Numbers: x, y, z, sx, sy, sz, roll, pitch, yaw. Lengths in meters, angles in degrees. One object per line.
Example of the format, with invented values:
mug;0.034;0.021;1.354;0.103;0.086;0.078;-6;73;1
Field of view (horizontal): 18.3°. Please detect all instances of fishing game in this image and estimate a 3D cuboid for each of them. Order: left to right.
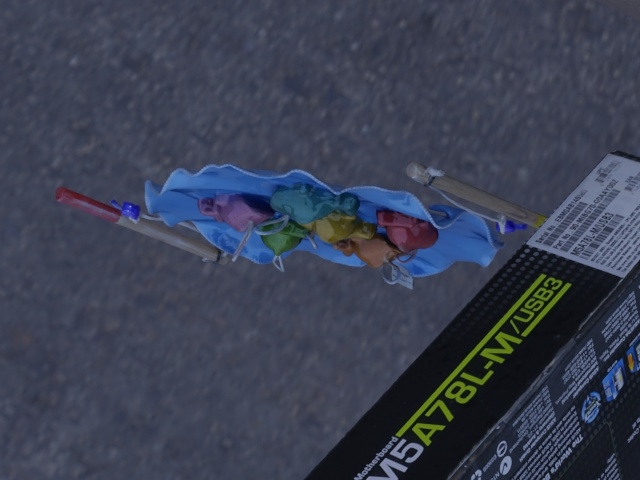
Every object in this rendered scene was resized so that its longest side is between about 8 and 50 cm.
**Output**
fishing game;0.000;0.000;1.016;0.264;0.041;0.189;-2;164;39

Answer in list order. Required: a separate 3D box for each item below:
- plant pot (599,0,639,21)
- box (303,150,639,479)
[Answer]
plant pot;0.257;-0.229;1.299;0.229;0.263;0.263;38;126;-15
box;0.069;0.099;0.619;0.045;0.191;0.184;21;143;35
